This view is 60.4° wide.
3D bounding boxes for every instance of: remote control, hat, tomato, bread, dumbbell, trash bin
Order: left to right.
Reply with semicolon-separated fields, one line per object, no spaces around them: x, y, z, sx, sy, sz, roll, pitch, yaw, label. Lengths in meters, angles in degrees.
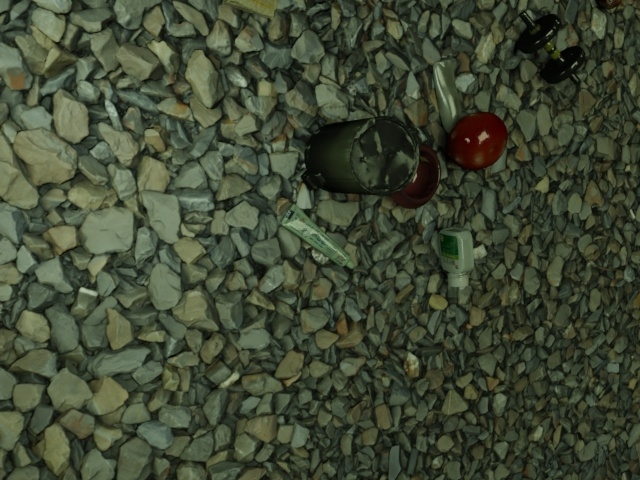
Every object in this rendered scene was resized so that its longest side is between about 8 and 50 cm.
-0.172;-0.632;1.418;0.152;0.105;0.077;6;101;-23;bread
0.101;-0.221;1.481;0.252;0.301;0.203;-37;110;-15;trash bin
0.277;-0.197;1.676;0.206;0.089;0.205;-3;96;-28;hat
0.405;-0.447;1.721;0.073;0.044;0.229;-17;104;-17;remote control
0.492;-0.306;1.711;0.195;0.136;0.195;-21;131;-26;tomato
0.751;-0.622;1.791;0.325;0.143;0.143;38;82;-23;dumbbell

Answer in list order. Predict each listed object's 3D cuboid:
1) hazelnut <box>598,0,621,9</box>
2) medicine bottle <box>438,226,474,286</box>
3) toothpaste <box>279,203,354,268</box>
1.006;-0.843;1.901;0.086;0.086;0.086;-3;98;-23;hazelnut
0.435;0.053;1.759;0.069;0.119;0.183;-14;104;-24;medicine bottle
-0.001;0.001;1.607;0.268;0.047;0.069;39;100;-20;toothpaste
